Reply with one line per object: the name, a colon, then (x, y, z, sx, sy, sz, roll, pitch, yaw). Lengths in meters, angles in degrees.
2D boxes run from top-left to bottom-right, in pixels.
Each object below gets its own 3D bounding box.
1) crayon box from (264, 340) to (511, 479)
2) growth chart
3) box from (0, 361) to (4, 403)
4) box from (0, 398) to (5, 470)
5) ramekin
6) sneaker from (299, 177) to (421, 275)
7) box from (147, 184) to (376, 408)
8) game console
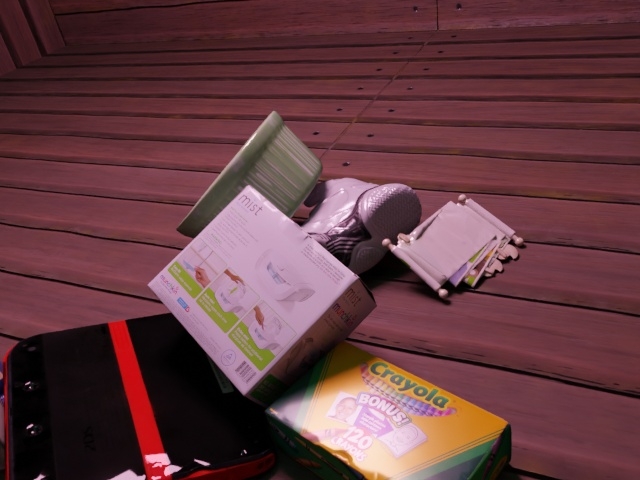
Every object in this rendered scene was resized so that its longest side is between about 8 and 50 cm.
crayon box: (0.084, 0.256, 0.818, 0.279, 0.081, 0.165, 20, 44, 39)
growth chart: (0.251, 0.008, 1.137, 0.237, 0.021, 0.172, -31, 68, -29)
box: (-0.627, 0.250, 1.092, 0.225, 0.036, 0.136, 24, 47, 40)
box: (-0.541, 0.222, 0.885, 0.113, 0.275, 0.094, -20, 33, -15)
ramekin: (-0.132, -0.093, 1.234, 0.303, 0.148, 0.303, -48, 11, 13)
sneaker: (0.000, 0.000, 1.194, 0.366, 0.137, 0.210, -33, 26, -15)
box: (-0.092, 0.082, 0.962, 0.231, 0.126, 0.262, -46, 59, -8)
game console: (-0.287, 0.243, 0.934, 0.342, 0.060, 0.386, -6, 30, -24)
